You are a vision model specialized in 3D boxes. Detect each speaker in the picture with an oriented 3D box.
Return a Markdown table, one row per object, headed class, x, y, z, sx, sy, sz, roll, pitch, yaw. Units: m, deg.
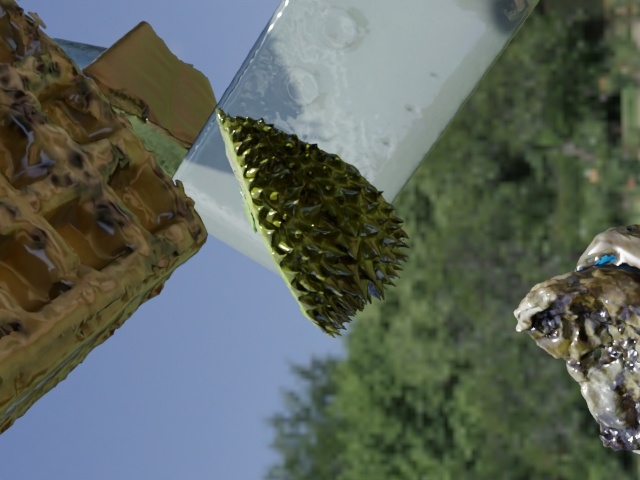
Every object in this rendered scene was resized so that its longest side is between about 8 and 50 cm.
| class | x | y | z | sx | sy | sz | roll | pitch | yaw |
| --- | --- | --- | --- | --- | --- | --- | --- | --- | --- |
| speaker | 0.037 | -0.149 | 1.579 | 0.406 | 0.184 | 0.183 | -55 | -2 | 31 |

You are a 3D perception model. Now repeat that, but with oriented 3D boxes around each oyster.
| class | x | y | z | sx | sy | sz | roll | pitch | yaw |
| --- | --- | --- | --- | --- | --- | --- | --- | --- | --- |
| oyster | 0.288 | 0.072 | 1.315 | 0.214 | 0.223 | 0.083 | 52 | -172 | 0 |

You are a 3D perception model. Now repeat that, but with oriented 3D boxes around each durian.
| class | x | y | z | sx | sy | sz | roll | pitch | yaw |
| --- | --- | --- | --- | --- | --- | --- | --- | --- | --- |
| durian | 0.000 | 0.000 | 1.101 | 0.100 | 0.086 | 0.215 | 37 | 163 | 45 |

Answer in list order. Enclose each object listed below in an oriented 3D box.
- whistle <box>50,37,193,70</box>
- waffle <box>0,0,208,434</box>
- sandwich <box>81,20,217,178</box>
| class | x | y | z | sx | sy | sz | roll | pitch | yaw |
| --- | --- | --- | --- | --- | --- | --- | --- | --- | --- |
| whistle | -0.285 | -0.207 | 2.068 | 0.062 | 0.312 | 0.062 | -43 | -40 | -52 |
| waffle | -0.226 | -0.012 | 0.755 | 0.261 | 0.114 | 0.376 | 48 | -151 | -1 |
| sandwich | -0.231 | -0.137 | 1.835 | 0.227 | 0.155 | 0.198 | 31 | -151 | -40 |
